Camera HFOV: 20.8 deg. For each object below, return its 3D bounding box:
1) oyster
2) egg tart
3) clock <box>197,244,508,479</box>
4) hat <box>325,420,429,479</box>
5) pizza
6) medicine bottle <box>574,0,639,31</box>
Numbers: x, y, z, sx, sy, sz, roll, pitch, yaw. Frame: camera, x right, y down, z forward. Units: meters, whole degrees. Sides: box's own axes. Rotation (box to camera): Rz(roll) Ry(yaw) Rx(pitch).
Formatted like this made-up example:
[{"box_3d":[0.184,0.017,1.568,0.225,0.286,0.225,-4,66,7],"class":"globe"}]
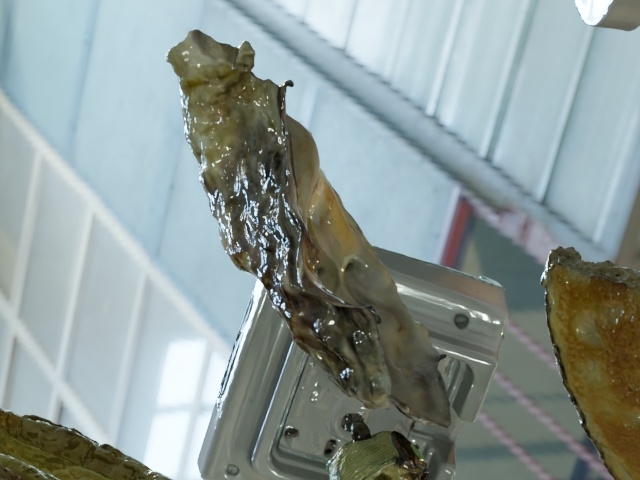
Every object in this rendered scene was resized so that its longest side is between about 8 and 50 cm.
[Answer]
[{"box_3d":[-0.009,0.006,1.222,0.100,0.275,0.271,-31,-140,-2],"class":"oyster"},{"box_3d":[-0.203,0.189,1.279,0.279,0.095,0.279,23,179,1],"class":"egg tart"},{"box_3d":[0.030,0.140,1.611,0.231,0.262,0.116,17,-163,-9],"class":"clock"},{"box_3d":[0.042,0.184,1.445,0.077,0.076,0.059,26,-150,-60],"class":"hat"},{"box_3d":[0.347,0.135,1.718,0.223,0.323,0.089,-18,-168,41],"class":"pizza"},{"box_3d":[0.297,-0.182,1.126,0.250,0.131,0.131,2,-156,-11],"class":"medicine bottle"}]
